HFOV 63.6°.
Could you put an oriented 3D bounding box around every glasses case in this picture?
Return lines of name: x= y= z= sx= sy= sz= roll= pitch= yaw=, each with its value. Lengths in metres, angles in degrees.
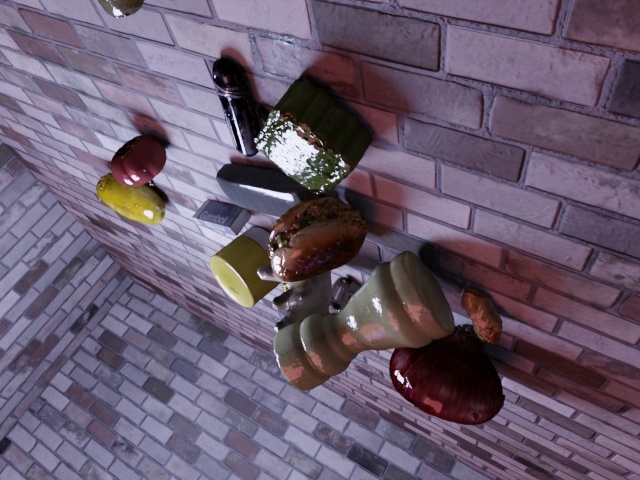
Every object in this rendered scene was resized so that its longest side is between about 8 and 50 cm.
glasses case: x=-0.143 y=-0.131 z=1.403 sx=0.323 sy=0.074 sz=0.131 roll=15 pitch=151 yaw=36

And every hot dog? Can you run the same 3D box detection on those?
hot dog: x=0.410 y=0.182 z=1.304 sx=0.078 sy=0.061 sz=0.169 roll=-22 pitch=103 yaw=26

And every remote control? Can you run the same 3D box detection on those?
remote control: x=-0.192 y=-0.291 z=1.175 sx=0.090 sy=0.066 sz=0.266 roll=20 pitch=153 yaw=21

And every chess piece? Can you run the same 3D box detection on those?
chess piece: x=0.095 y=0.221 z=1.329 sx=0.442 sy=0.234 sz=0.234 roll=-30 pitch=120 yaw=23

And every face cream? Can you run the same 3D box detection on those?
face cream: x=-0.237 y=0.090 z=1.747 sx=0.218 sy=0.179 sz=0.218 roll=34 pitch=146 yaw=26

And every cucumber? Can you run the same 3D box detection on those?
cucumber: x=-0.081 y=-0.235 z=1.183 sx=0.184 sy=0.033 sz=0.036 roll=42 pitch=173 yaw=-14

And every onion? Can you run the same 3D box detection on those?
onion: x=0.375 y=0.361 z=1.493 sx=0.347 sy=0.285 sz=0.347 roll=22 pitch=-166 yaw=-6

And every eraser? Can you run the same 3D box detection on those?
eraser: x=-0.333 y=-0.078 z=1.720 sx=0.212 sy=0.092 sz=0.046 roll=13 pitch=150 yaw=39

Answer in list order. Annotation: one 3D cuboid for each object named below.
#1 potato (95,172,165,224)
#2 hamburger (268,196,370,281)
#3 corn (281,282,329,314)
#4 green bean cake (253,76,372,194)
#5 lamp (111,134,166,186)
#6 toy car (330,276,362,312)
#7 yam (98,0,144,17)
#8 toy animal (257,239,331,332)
potato: x=-0.739 y=-0.163 z=2.021 sx=0.300 sy=0.140 sz=0.173 roll=23 pitch=147 yaw=10
hamburger: x=0.000 y=0.000 z=1.297 sx=0.243 sy=0.286 sz=0.146 roll=17 pitch=-137 yaw=-55
corn: x=-0.058 y=0.206 z=1.905 sx=0.097 sy=0.097 sz=0.262 roll=2 pitch=140 yaw=50
green bean cake: x=-0.019 y=-0.204 z=1.062 sx=0.200 sy=0.113 sz=0.214 roll=38 pitch=155 yaw=-7
lamp: x=-0.555 y=-0.240 z=1.595 sx=0.182 sy=0.182 sz=0.140 roll=8 pitch=149 yaw=45
toy car: x=0.087 y=0.188 z=1.692 sx=0.139 sy=0.112 sz=0.112 roll=27 pitch=172 yaw=-7
yam: x=-0.395 y=-0.522 z=0.950 sx=0.107 sy=0.107 sz=0.194 roll=27 pitch=156 yaw=17
toy animal: x=-0.074 y=0.105 z=1.520 sx=0.266 sy=0.308 sz=0.188 roll=28 pitch=142 yaw=6
